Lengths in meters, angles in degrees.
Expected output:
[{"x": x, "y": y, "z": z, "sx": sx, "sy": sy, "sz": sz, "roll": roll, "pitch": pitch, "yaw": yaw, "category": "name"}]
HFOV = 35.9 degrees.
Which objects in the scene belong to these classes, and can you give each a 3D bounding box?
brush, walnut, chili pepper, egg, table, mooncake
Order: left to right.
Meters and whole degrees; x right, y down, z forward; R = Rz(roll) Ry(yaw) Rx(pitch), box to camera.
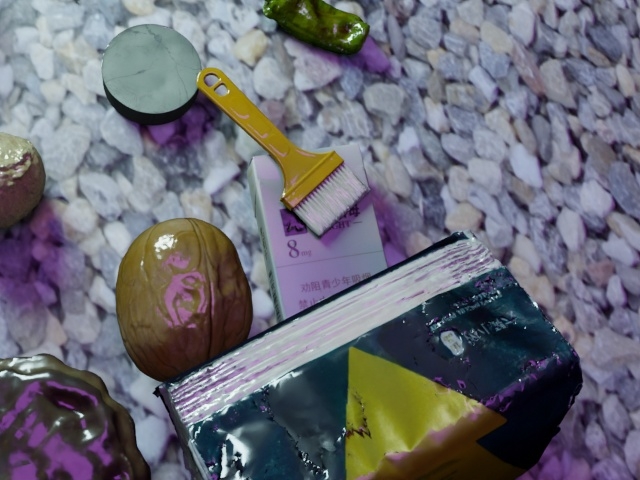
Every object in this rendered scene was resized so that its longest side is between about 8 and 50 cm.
[{"x": -0.403, "y": -0.076, "z": 1.229, "sx": 0.118, "sy": 0.116, "sz": 0.140, "roll": 5, "pitch": 43, "yaw": 13, "category": "egg"}, {"x": -0.340, "y": 0.292, "z": 1.090, "sx": 0.324, "sy": 0.187, "sz": 0.324, "roll": 3, "pitch": 70, "yaw": -9, "category": "mooncake"}, {"x": -0.230, "y": -0.226, "z": 1.346, "sx": 0.133, "sy": 0.043, "sz": 0.133, "roll": 3, "pitch": 72, "yaw": -10, "category": "table"}, {"x": -0.165, "y": 0.075, "z": 1.204, "sx": 0.167, "sy": 0.167, "sz": 0.207, "roll": -6, "pitch": 75, "yaw": -13, "category": "walnut"}, {"x": -0.062, "y": -0.130, "z": 1.295, "sx": 0.272, "sy": 0.013, "sz": 0.103, "roll": 45, "pitch": 70, "yaw": 6, "category": "brush"}, {"x": -0.029, "y": -0.328, "z": 1.403, "sx": 0.204, "sy": 0.073, "sz": 0.072, "roll": 24, "pitch": 52, "yaw": -15, "category": "chili pepper"}]

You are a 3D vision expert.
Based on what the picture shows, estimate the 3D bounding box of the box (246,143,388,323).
[{"x": 0.000, "y": 0.000, "z": 1.309, "sx": 0.155, "sy": 0.067, "sz": 0.242, "roll": -7, "pitch": 75, "yaw": -15, "category": "box"}]

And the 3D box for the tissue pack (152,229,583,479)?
[{"x": 0.051, "y": 0.207, "z": 1.132, "sx": 0.417, "sy": 0.264, "sz": 0.253, "roll": -24, "pitch": 57, "yaw": -17, "category": "tissue pack"}]
